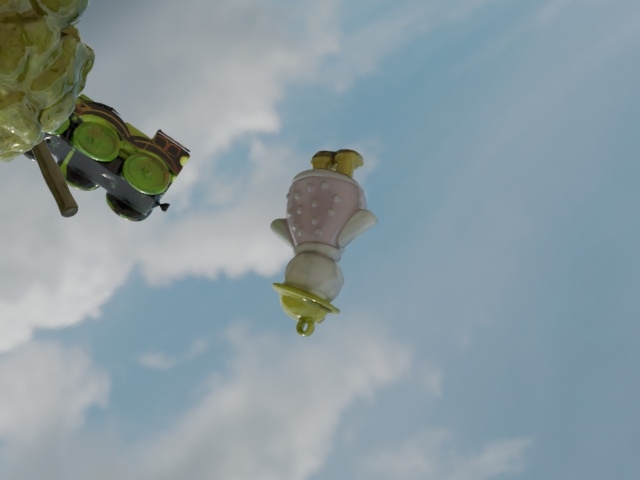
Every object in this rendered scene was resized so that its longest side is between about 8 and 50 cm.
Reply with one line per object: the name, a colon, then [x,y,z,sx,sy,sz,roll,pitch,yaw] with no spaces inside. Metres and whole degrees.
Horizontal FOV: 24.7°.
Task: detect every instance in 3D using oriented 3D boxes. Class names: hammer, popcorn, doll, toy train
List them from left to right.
popcorn: [-0.329,-0.184,1.280,0.250,0.235,0.241,27,-101,32]
hammer: [-0.291,-0.088,1.568,0.062,0.013,0.199,-24,-136,-10]
toy train: [-0.364,-0.155,2.416,0.100,0.296,0.160,-48,-168,43]
doll: [0.000,0.000,1.501,0.129,0.081,0.207,-4,-115,34]
